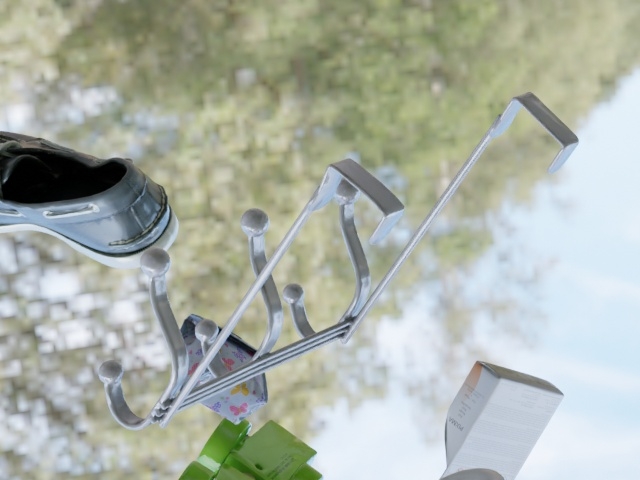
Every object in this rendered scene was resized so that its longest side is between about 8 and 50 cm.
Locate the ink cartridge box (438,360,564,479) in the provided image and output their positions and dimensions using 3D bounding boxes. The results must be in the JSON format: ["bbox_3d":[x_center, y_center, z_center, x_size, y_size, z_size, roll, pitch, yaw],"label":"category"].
[{"bbox_3d":[0.184,0.229,2.184,0.145,0.179,0.045,19,-163,-50],"label":"ink cartridge box"}]

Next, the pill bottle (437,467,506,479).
[{"bbox_3d":[0.174,0.348,1.830,0.130,0.246,0.130,-29,-163,10],"label":"pill bottle"}]

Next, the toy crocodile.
[{"bbox_3d":[-0.083,0.254,1.823,0.115,0.105,0.340,33,-160,4],"label":"toy crocodile"}]

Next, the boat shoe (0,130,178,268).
[{"bbox_3d":[-0.278,-0.065,1.851,0.319,0.099,0.116,18,-120,32],"label":"boat shoe"}]

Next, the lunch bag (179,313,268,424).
[{"bbox_3d":[-0.085,0.105,1.665,0.053,0.071,0.083,-39,-144,24],"label":"lunch bag"}]

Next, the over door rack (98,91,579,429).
[{"bbox_3d":[0.000,0.000,1.392,0.239,0.108,0.324,-23,166,-48],"label":"over door rack"}]
